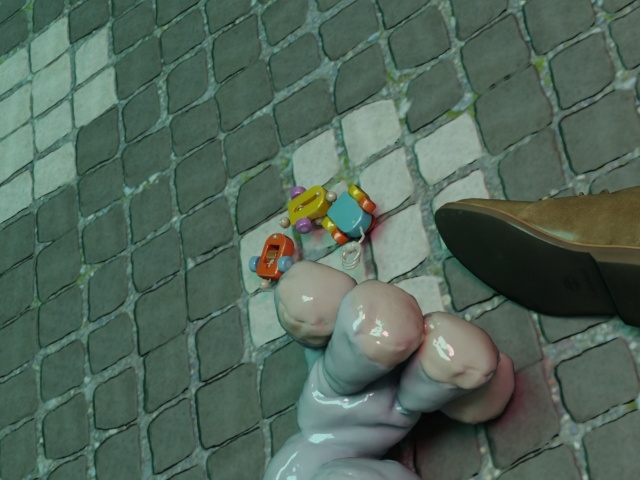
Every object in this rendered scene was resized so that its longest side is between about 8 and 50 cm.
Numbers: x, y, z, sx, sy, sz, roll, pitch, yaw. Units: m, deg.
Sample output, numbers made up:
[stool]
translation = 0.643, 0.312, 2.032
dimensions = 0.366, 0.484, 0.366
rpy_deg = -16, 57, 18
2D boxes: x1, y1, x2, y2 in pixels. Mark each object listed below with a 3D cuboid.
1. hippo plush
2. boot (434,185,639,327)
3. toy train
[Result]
[hippo plush]
translation = 0.012, 0.166, 1.241
dimensions = 0.294, 0.234, 0.237
rpy_deg = 11, 73, 43
[boot]
translation = 0.244, 0.000, 1.259
dimensions = 0.305, 0.112, 0.115
rpy_deg = 14, 52, 43
[toy train]
translation = 0.000, 0.000, 1.487
dimensions = 0.166, 0.046, 0.125
rpy_deg = -5, 64, 42
